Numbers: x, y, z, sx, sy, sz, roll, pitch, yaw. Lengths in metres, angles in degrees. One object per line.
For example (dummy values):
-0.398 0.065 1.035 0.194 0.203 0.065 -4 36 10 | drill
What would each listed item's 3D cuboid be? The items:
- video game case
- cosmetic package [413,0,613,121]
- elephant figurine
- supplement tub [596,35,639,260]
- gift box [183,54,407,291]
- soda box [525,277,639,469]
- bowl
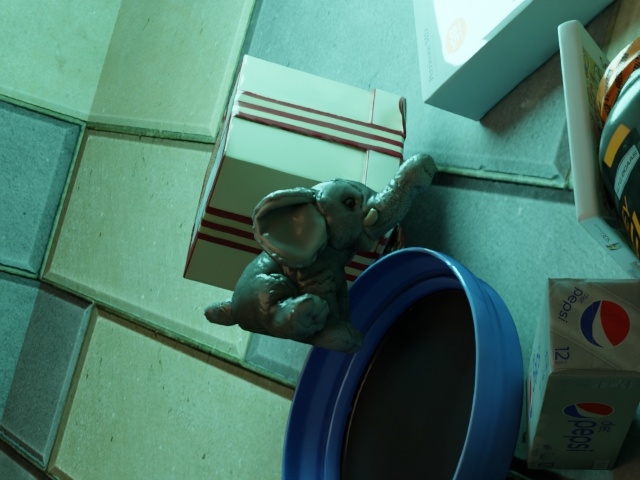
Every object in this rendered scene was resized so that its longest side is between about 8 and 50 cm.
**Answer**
0.297 -0.076 1.566 0.026 0.206 0.227 -16 57 27 | video game case
0.227 -0.382 1.962 0.284 0.097 0.377 -45 39 46 | cosmetic package
0.000 0.000 1.800 0.169 0.186 0.239 -175 98 -68 | elephant figurine
0.372 -0.030 1.378 0.207 0.207 0.338 -52 37 34 | supplement tub
-0.011 -0.069 2.004 0.276 0.258 0.255 115 168 -45 | gift box
0.249 0.133 1.497 0.286 0.091 0.098 83 -172 -64 | soda box
0.088 0.204 1.760 0.391 0.077 0.391 -41 40 46 | bowl
